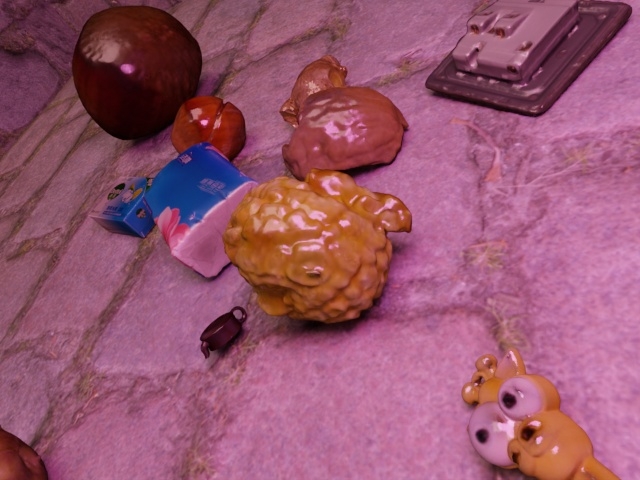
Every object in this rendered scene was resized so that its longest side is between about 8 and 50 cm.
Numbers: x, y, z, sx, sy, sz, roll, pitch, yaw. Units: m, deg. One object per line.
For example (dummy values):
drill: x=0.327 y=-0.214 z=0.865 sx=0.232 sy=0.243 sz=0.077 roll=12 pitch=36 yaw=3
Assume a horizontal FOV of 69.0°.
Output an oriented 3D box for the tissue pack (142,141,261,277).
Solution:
tissue pack: x=-0.230 y=-0.077 z=0.940 sx=0.209 sy=0.137 sz=0.269 roll=-41 pitch=40 yaw=-6

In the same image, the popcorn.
popcorn: x=0.000 y=0.000 z=0.663 sx=0.251 sy=0.206 sz=0.237 roll=-24 pitch=26 yaw=-1

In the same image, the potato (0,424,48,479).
potato: x=-0.566 y=0.392 z=0.700 sx=0.288 sy=0.301 sz=0.237 roll=31 pitch=48 yaw=14

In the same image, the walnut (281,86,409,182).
walnut: x=0.041 y=-0.207 z=0.865 sx=0.204 sy=0.141 sz=0.238 roll=25 pitch=73 yaw=42

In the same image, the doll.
doll: x=0.227 y=0.203 z=0.389 sx=0.291 sy=0.086 sz=0.117 roll=44 pitch=114 yaw=51

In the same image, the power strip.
power strip: x=0.343 y=-0.350 z=0.811 sx=0.251 sy=0.092 sz=0.257 roll=-44 pitch=44 yaw=-12

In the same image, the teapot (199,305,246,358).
teapot: x=-0.154 y=0.148 z=0.750 sx=0.100 sy=0.045 sz=0.068 roll=-45 pitch=16 yaw=-34

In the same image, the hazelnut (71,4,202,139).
hazelnut: x=-0.571 y=-0.514 z=1.446 sx=0.421 sy=0.352 sz=0.421 roll=-32 pitch=48 yaw=44

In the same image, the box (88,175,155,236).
box: x=-0.477 y=-0.089 z=1.180 sx=0.194 sy=0.073 sz=0.139 roll=7 pitch=58 yaw=40

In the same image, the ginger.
ginger: x=-0.015 y=-0.328 z=1.043 sx=0.157 sy=0.102 sz=0.216 roll=-15 pitch=45 yaw=34

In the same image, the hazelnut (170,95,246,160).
hazelnut: x=-0.266 y=-0.253 z=1.120 sx=0.182 sy=0.182 sz=0.182 roll=-20 pitch=44 yaw=20
